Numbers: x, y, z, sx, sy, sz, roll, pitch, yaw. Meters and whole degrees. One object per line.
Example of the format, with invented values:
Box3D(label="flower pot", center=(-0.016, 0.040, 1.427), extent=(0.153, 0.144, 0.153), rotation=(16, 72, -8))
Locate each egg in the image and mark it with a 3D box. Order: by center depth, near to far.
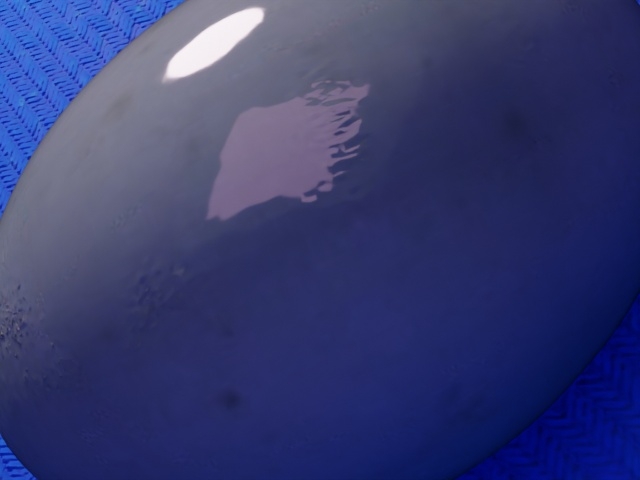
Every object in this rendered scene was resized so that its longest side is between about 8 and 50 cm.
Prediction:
Box3D(label="egg", center=(0.000, 0.000, 0.532), extent=(0.389, 0.276, 0.276), rotation=(-33, 54, 10))
